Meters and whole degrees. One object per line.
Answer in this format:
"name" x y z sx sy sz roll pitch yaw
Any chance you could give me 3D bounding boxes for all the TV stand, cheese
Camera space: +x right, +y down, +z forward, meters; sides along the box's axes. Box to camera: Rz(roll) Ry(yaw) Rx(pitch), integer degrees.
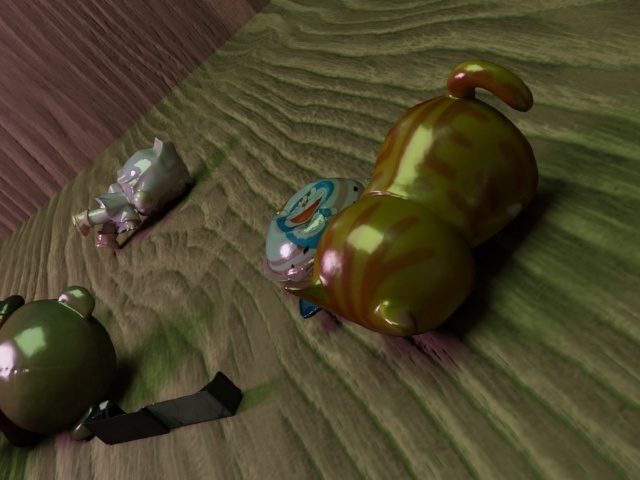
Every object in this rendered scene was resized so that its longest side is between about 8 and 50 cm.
"TV stand" -0.201 0.209 0.970 0.257 0.049 0.040 -22 30 39
"cheese" 0.000 0.000 0.985 0.189 0.074 0.286 -38 25 13

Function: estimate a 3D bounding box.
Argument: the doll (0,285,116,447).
"doll" -0.458 0.192 1.174 0.330 0.174 0.234 -11 77 23

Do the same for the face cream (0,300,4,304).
"face cream" -0.593 0.216 1.400 0.153 0.177 0.177 -35 25 11

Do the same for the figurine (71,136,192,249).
"figurine" -0.403 -0.097 1.692 0.276 0.133 0.200 -42 7 -1

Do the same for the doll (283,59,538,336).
"doll" 0.103 -0.023 0.770 0.167 0.162 0.269 10 65 43
